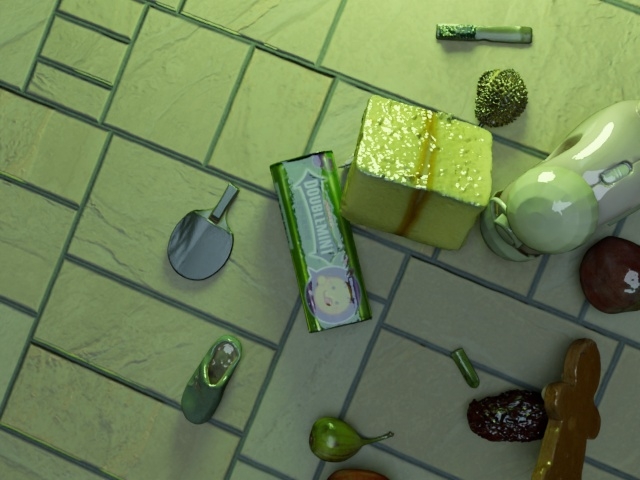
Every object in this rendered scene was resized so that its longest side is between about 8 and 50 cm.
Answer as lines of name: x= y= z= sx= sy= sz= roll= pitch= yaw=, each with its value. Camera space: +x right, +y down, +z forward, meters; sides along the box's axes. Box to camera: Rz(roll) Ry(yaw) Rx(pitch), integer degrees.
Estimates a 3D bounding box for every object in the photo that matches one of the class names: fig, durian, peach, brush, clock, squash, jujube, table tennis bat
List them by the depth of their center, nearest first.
clock: x=0.449 y=-0.091 z=1.263 sx=0.325 sy=0.342 sz=0.184 roll=-35 pitch=81 yaw=-3
peach: x=0.566 y=0.057 z=1.346 sx=0.152 sy=0.152 sz=0.152 roll=0 pitch=90 yaw=6
jujube: x=0.368 y=0.345 z=1.383 sx=0.165 sy=0.104 sz=0.104 roll=-14 pitch=88 yaw=13
durian: x=0.346 y=-0.273 z=1.403 sx=0.110 sy=0.071 sz=0.140 roll=32 pitch=98 yaw=6
fig: x=0.059 y=0.401 z=1.417 sx=0.166 sy=0.093 sz=0.093 roll=11 pitch=91 yaw=5
squash: x=0.290 y=0.255 z=1.424 sx=0.027 sy=0.027 sz=0.083 roll=-30 pitch=86 yaw=5
brush: x=0.325 y=-0.414 z=1.426 sx=0.190 sy=0.027 sz=0.034 roll=5 pitch=92 yaw=5
table tennis bat: x=-0.232 y=-0.019 z=1.486 sx=0.130 sy=0.019 sz=0.220 roll=32 pitch=94 yaw=4

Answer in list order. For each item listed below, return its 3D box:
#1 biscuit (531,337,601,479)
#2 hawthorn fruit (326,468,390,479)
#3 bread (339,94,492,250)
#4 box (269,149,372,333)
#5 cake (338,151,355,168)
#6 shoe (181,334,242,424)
biscuit: x=0.462 y=0.336 z=1.338 sx=0.049 sy=0.205 sz=0.324 roll=2 pitch=68 yaw=45
hawthorn fruit: x=0.084 y=0.529 z=1.380 sx=0.188 sy=0.169 sz=0.169 roll=19 pitch=92 yaw=-6
bread: x=0.183 y=-0.132 z=1.375 sx=0.263 sy=0.198 sz=0.236 roll=16 pitch=57 yaw=-5
box: x=0.000 y=0.000 z=1.421 sx=0.134 sy=0.097 sz=0.346 roll=-13 pitch=88 yaw=3
cake: x=0.089 y=-0.180 z=1.439 sx=0.121 sy=0.052 sz=0.065 roll=-20 pitch=93 yaw=6
shoe: x=-0.225 y=0.284 z=1.454 sx=0.079 sy=0.078 sz=0.195 roll=29 pitch=89 yaw=5
